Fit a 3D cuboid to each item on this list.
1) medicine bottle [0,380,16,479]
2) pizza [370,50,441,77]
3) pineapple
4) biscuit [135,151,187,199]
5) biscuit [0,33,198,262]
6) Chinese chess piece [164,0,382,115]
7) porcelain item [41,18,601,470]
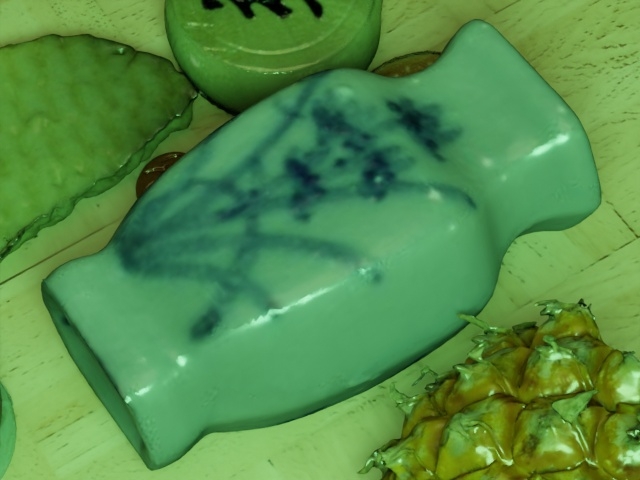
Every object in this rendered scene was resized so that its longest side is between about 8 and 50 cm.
[{"bbox_3d":[-0.306,0.126,1.460,0.147,0.143,0.147,-2,63,4],"label":"medicine bottle"},{"bbox_3d":[0.085,-0.123,1.666,0.083,0.025,0.078,-10,65,-16],"label":"pizza"},{"bbox_3d":[0.119,0.208,1.344,0.286,0.209,0.344,-27,59,-6],"label":"pineapple"},{"bbox_3d":[-0.110,-0.035,1.625,0.091,0.015,0.078,22,62,14],"label":"biscuit"},{"bbox_3d":[-0.249,-0.085,1.647,0.273,0.036,0.187,-38,65,-19],"label":"biscuit"},{"bbox_3d":[-0.039,-0.195,1.681,0.188,0.083,0.188,0,60,-1],"label":"Chinese chess piece"},{"bbox_3d":[0.000,0.000,1.506,0.405,0.178,0.242,-30,62,-15],"label":"porcelain item"}]
